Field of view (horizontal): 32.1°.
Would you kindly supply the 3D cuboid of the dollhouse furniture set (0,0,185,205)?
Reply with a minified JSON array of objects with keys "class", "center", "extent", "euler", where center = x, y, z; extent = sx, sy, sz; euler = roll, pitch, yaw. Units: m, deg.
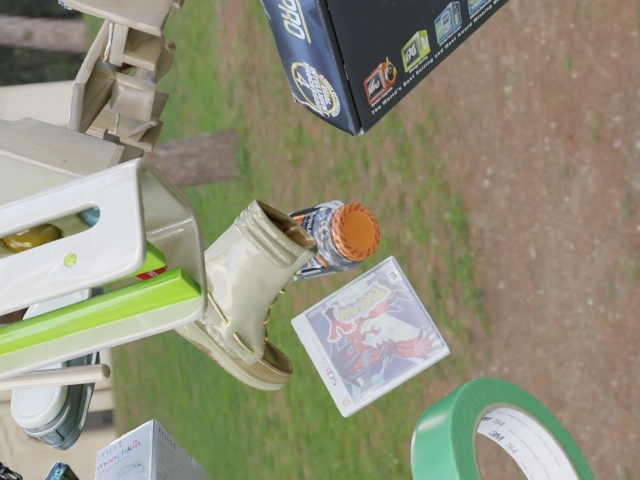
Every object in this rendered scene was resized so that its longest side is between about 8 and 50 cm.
[{"class":"dollhouse furniture set","center":[-0.361,-0.200,1.526],"extent":[0.362,0.257,0.394],"euler":[112,174,-48]}]

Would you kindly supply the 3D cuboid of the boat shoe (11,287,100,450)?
[{"class":"boat shoe","center":[-0.387,0.177,1.678],"extent":[0.319,0.116,0.099],"euler":[-93,-21,-51]}]

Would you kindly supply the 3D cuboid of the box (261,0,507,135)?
[{"class":"box","center":[0.104,-0.328,0.950],"extent":[0.097,0.395,0.318],"euler":[33,156,36]}]

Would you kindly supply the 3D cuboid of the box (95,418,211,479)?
[{"class":"box","center":[-0.243,0.464,1.809],"extent":[0.262,0.127,0.231],"euler":[55,-171,-27]}]

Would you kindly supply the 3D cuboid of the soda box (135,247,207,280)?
[{"class":"soda box","center":[-0.223,0.064,1.992],"extent":[0.263,0.083,0.092],"euler":[33,-165,-38]}]

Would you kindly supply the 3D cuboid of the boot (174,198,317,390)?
[{"class":"boot","center":[-0.072,0.076,1.473],"extent":[0.262,0.203,0.095],"euler":[43,-171,-37]}]

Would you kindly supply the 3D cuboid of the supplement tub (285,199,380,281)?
[{"class":"supplement tub","center":[0.000,0.000,1.820],"extent":[0.190,0.117,0.117],"euler":[-15,79,48]}]

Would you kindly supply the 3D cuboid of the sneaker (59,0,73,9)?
[{"class":"sneaker","center":[-0.386,-0.508,1.910],"extent":[0.110,0.122,0.283],"euler":[-45,40,50]}]

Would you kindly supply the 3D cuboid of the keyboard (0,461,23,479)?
[{"class":"keyboard","center":[-0.470,0.351,1.575],"extent":[0.023,0.180,0.108],"euler":[-60,-3,28]}]

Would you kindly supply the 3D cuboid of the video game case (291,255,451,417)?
[{"class":"video game case","center":[0.078,0.152,1.774],"extent":[0.183,0.201,0.023],"euler":[60,-171,19]}]

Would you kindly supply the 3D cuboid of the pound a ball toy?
[{"class":"pound a ball toy","center":[-0.258,0.046,1.004],"extent":[0.208,0.319,0.135],"euler":[49,-152,-58]}]

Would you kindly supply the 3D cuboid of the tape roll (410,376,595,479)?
[{"class":"tape roll","center":[0.263,0.344,1.513],"extent":[0.077,0.321,0.321],"euler":[-38,47,33]}]

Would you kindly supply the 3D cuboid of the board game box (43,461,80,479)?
[{"class":"board game box","center":[-0.323,0.383,1.421],"extent":[0.186,0.026,0.126],"euler":[70,-144,-46]}]
